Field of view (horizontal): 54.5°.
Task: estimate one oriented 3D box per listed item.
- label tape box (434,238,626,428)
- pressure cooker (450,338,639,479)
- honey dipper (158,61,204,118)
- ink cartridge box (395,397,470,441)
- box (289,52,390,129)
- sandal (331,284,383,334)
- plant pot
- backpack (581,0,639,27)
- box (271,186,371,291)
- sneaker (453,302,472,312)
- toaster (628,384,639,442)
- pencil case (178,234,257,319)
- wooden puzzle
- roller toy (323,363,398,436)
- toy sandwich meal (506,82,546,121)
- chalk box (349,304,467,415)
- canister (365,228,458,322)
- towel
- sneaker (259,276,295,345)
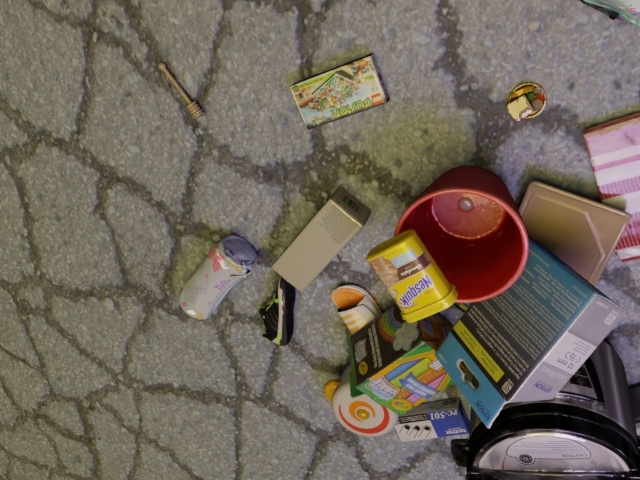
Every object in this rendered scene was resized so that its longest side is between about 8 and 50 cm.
[{"bbox_3d":[0.430,0.201,1.327,0.115,0.249,0.347,24,107,-27],"label":"label tape box"},{"bbox_3d":[0.532,0.435,1.423,0.376,0.420,0.370,31,130,-8],"label":"pressure cooker"},{"bbox_3d":[-0.352,-0.377,1.554,0.030,0.030,0.160,-32,102,29],"label":"honey dipper"},{"bbox_3d":[0.314,0.517,1.783,0.207,0.046,0.097,-16,112,25],"label":"ink cartridge box"},{"bbox_3d":[0.044,-0.341,1.433,0.207,0.036,0.114,-15,111,25],"label":"box"},{"bbox_3d":[0.131,0.231,1.678,0.102,0.076,0.265,-36,101,30],"label":"sandal"},{"bbox_3d":[0.318,-0.037,1.377,0.275,0.243,0.274,8,119,15],"label":"plant pot"},{"bbox_3d":[0.582,-0.476,1.121,0.189,0.144,0.165,27,116,0],"label":"backpack"},{"bbox_3d":[0.000,0.000,1.592,0.113,0.094,0.275,41,122,-4],"label":"box"},{"bbox_3d":[0.330,0.106,1.562,0.209,0.069,0.082,38,89,7],"label":"sneaker"},{"bbox_3d":[0.812,0.462,1.526,0.129,0.146,0.227,-31,103,28],"label":"toaster"},{"bbox_3d":[-0.288,0.107,1.733,0.124,0.113,0.273,51,123,10],"label":"pencil case"},{"bbox_3d":[0.546,-0.005,1.409,0.221,0.044,0.238,23,126,15],"label":"wooden puzzle"},{"bbox_3d":[0.132,0.446,1.748,0.191,0.146,0.209,-30,103,29],"label":"roller toy"},{"bbox_3d":[0.440,-0.295,1.327,0.086,0.029,0.085,8,119,15],"label":"toy sandwich meal"},{"bbox_3d":[0.194,0.311,1.593,0.179,0.180,0.289,37,118,-27],"label":"chalk box"},{"bbox_3d":[0.188,0.074,1.296,0.126,0.073,0.169,-29,103,30],"label":"canister"},{"bbox_3d":[0.719,-0.121,1.320,0.237,0.037,0.328,-15,111,24],"label":"towel"},{"bbox_3d":[-0.131,0.202,1.747,0.097,0.084,0.234,12,119,14],"label":"sneaker"}]
